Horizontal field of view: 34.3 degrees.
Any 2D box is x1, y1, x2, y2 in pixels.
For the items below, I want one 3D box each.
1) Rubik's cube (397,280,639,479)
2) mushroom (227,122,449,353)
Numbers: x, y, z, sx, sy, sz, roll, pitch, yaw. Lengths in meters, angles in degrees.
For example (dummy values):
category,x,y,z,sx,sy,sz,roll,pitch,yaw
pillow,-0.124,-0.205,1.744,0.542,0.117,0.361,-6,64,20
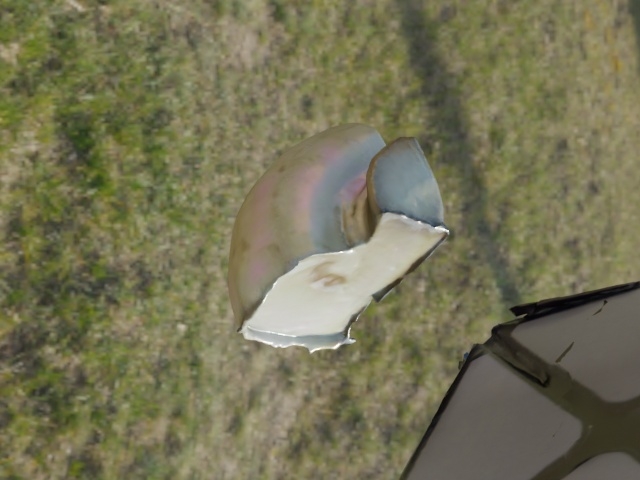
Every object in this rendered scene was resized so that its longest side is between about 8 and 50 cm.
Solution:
category,x,y,z,sx,sy,sz,roll,pitch,yaw
Rubik's cube,0.226,0.203,0.525,0.307,0.305,0.310,55,40,-15
mushroom,-0.019,-0.020,0.928,0.162,0.236,0.173,-9,63,-34
